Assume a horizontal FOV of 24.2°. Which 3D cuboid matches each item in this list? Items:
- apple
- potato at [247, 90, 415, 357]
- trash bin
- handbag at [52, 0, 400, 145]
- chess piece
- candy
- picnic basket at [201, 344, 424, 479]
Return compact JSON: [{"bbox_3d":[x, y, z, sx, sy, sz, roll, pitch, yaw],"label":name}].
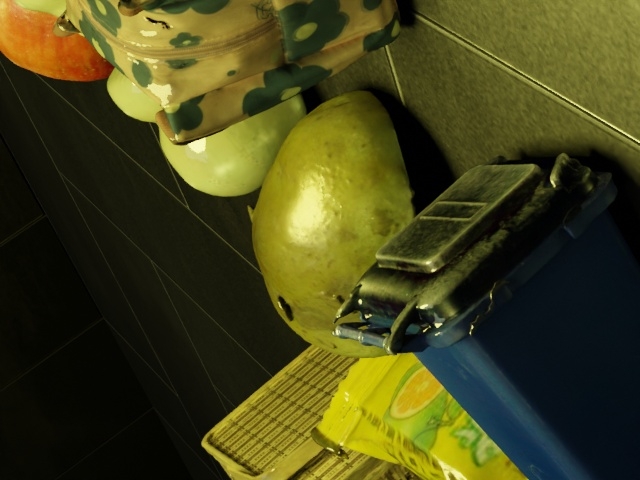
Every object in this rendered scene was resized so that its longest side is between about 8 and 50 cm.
[{"bbox_3d":[-0.244,-0.254,1.438,0.199,0.199,0.199,48,164,19],"label":"apple"},{"bbox_3d":[0.000,0.000,1.236,0.272,0.111,0.160,98,157,-52],"label":"potato"},{"bbox_3d":[0.146,0.078,0.993,0.234,0.184,0.162,52,167,-15],"label":"trash bin"},{"bbox_3d":[-0.091,-0.199,1.049,0.251,0.193,0.190,40,155,40],"label":"handbag"},{"bbox_3d":[-0.136,-0.183,1.285,0.330,0.182,0.182,53,165,-17],"label":"chess piece"},{"bbox_3d":[0.111,0.145,1.218,0.081,0.187,0.297,41,173,-36],"label":"candy"},{"bbox_3d":[0.048,0.210,1.454,0.175,0.228,0.313,56,165,-17],"label":"picnic basket"}]
